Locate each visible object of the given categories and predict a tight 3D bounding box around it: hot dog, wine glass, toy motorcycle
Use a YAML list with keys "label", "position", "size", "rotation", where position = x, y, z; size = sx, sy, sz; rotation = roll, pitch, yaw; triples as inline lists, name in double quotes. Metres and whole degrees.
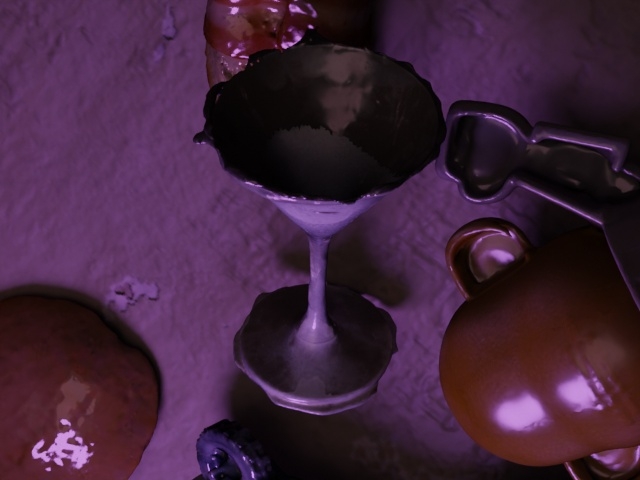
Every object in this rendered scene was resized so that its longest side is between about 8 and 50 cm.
- label: "hot dog"
  position: [-0.021, -0.177, 1.049]
  size: [0.123, 0.093, 0.261]
  rotation: [10, 124, 7]
- label: "wine glass"
  position: [0.000, 0.000, 1.030]
  size: [0.156, 0.156, 0.232]
  rotation: [18, 139, 14]
- label: "toy motorcycle"
  position: [-0.022, 0.266, 1.169]
  size: [0.239, 0.108, 0.204]
  rotation: [58, 149, 32]

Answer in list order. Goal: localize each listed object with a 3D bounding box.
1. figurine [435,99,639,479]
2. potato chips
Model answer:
- label: "figurine"
  position: [0.208, 0.046, 0.993]
  size: [0.285, 0.167, 0.342]
  rotation: [-32, 73, 16]
- label: "potato chips"
  position: [-0.229, 0.143, 1.232]
  size: [0.208, 0.062, 0.195]
  rotation: [-3, 102, 22]
